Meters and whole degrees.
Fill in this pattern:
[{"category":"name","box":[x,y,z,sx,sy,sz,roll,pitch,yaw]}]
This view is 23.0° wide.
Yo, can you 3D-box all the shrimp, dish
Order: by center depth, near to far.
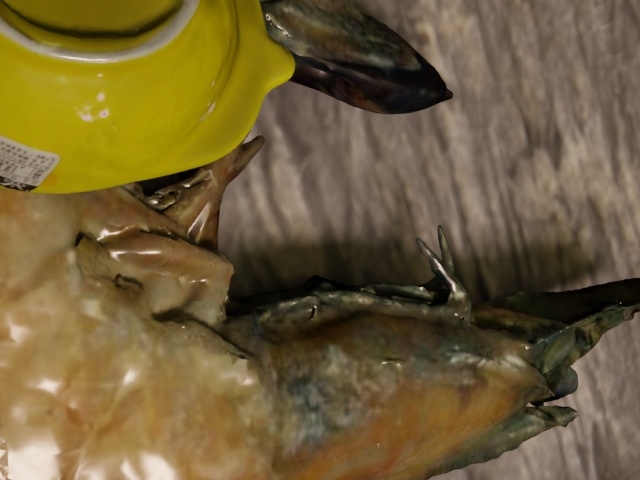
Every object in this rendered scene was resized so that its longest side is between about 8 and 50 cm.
[{"category":"dish","box":[-0.096,-0.097,0.620,0.208,0.080,0.148,6,74,-20]},{"category":"shrimp","box":[0.000,0.000,0.752,0.445,0.085,0.272,4,90,-33]}]
